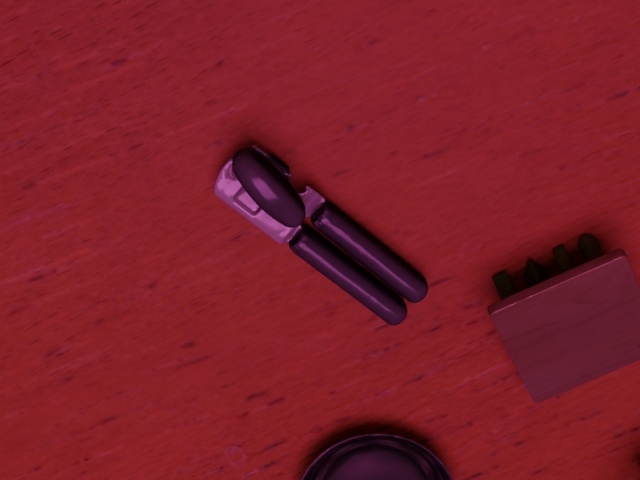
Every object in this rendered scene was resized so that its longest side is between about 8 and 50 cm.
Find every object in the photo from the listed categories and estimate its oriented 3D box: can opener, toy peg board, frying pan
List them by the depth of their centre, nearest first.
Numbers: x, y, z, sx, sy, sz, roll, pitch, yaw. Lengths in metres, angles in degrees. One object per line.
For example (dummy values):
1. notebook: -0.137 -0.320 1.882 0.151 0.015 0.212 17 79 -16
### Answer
1. can opener: 0.000 0.000 1.325 0.280 0.093 0.074 37 106 -20
2. toy peg board: 0.285 0.081 1.377 0.161 0.079 0.160 -24 126 9
3. frying pan: 0.101 0.373 1.486 0.197 0.053 0.326 -30 106 8

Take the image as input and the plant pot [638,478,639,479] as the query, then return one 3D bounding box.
1. plant pot: 0.527 0.316 1.381 0.265 0.272 0.272 -31 110 19
